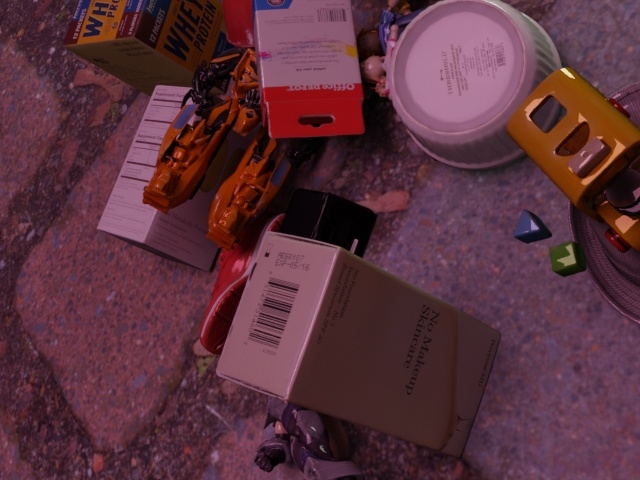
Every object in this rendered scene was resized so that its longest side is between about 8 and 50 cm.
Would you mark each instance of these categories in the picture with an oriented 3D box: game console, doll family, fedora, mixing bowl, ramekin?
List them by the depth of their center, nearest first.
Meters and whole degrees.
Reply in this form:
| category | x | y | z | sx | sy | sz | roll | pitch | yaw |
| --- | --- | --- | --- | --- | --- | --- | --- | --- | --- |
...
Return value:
| category | x | y | z | sx | sy | sz | roll | pitch | yaw |
| --- | --- | --- | --- | --- | --- | --- | --- | --- | --- |
| fedora | 0.347 | -0.056 | 1.014 | 0.243 | 0.124 | 0.275 | -24 | 56 | 32 |
| ramekin | 0.179 | -0.195 | 1.194 | 0.207 | 0.109 | 0.207 | -4 | 81 | 24 |
| game console | 0.000 | 0.000 | 1.344 | 0.071 | 0.107 | 0.122 | 167 | 124 | -78 |
| doll family | 0.116 | -0.315 | 1.369 | 0.163 | 0.118 | 0.263 | -8 | 84 | 33 |
| mixing bowl | -0.078 | -0.383 | 1.509 | 0.181 | 0.098 | 0.181 | -16 | 35 | 12 |

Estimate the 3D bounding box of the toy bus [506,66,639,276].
| category | x | y | z | sx | sy | sz | roll | pitch | yaw |
| --- | --- | --- | --- | --- | --- | --- | --- | --- | --- |
| toy bus | 0.265 | -0.069 | 0.931 | 0.202 | 0.104 | 0.191 | -3 | 76 | 38 |

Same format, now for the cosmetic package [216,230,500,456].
| category | x | y | z | sx | sy | sz | roll | pitch | yaw |
| --- | --- | --- | --- | --- | --- | --- | --- | --- | --- |
| cosmetic package | 0.051 | 0.118 | 1.067 | 0.113 | 0.309 | 0.160 | 12 | 80 | 45 |

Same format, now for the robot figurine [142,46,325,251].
| category | x | y | z | sx | sy | sz | roll | pitch | yaw |
| --- | --- | --- | --- | --- | --- | --- | --- | --- | --- |
| robot figurine | -0.113 | -0.142 | 1.394 | 0.291 | 0.211 | 0.085 | -62 | 3 | -20 |

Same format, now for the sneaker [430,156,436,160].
| category | x | y | z | sx | sy | sz | roll | pitch | yaw |
| --- | --- | --- | --- | --- | --- | --- | --- | --- | --- |
| sneaker | 0.145 | -0.146 | 1.303 | 0.043 | 0.040 | 0.109 | -39 | 44 | 43 |

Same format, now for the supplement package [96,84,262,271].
| category | x | y | z | sx | sy | sz | roll | pitch | yaw |
| --- | --- | --- | --- | --- | --- | --- | --- | --- | --- |
| supplement package | -0.211 | -0.097 | 1.518 | 0.134 | 0.139 | 0.244 | 13 | 80 | 46 |

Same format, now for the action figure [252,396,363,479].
| category | x | y | z | sx | sy | sz | roll | pitch | yaw |
| --- | --- | --- | --- | --- | --- | --- | --- | --- | --- |
| action figure | -0.021 | 0.228 | 1.191 | 0.285 | 0.099 | 0.185 | -121 | 31 | -48 |

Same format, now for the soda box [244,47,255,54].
| category | x | y | z | sx | sy | sz | roll | pitch | yaw |
| --- | --- | --- | --- | --- | --- | --- | --- | --- | --- |
| soda box | -0.033 | -0.281 | 1.503 | 0.181 | 0.058 | 0.061 | 17 | 82 | 45 |

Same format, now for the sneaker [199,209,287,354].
| category | x | y | z | sx | sy | sz | roll | pitch | yaw |
| --- | --- | --- | --- | --- | --- | --- | --- | --- | --- |
| sneaker | -0.119 | 0.052 | 1.423 | 0.128 | 0.087 | 0.221 | 21 | 73 | 53 |

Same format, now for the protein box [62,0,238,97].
| category | x | y | z | sx | sy | sz | roll | pitch | yaw |
| --- | --- | --- | --- | --- | --- | --- | --- | --- | --- |
| protein box | -0.272 | -0.341 | 1.641 | 0.199 | 0.201 | 0.136 | 5 | 74 | 43 |

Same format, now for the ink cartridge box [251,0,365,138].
| category | x | y | z | sx | sy | sz | roll | pitch | yaw |
| --- | --- | --- | --- | --- | --- | --- | --- | --- | --- |
| ink cartridge box | -0.018 | -0.234 | 1.349 | 0.134 | 0.078 | 0.231 | -3 | 73 | -7 |
